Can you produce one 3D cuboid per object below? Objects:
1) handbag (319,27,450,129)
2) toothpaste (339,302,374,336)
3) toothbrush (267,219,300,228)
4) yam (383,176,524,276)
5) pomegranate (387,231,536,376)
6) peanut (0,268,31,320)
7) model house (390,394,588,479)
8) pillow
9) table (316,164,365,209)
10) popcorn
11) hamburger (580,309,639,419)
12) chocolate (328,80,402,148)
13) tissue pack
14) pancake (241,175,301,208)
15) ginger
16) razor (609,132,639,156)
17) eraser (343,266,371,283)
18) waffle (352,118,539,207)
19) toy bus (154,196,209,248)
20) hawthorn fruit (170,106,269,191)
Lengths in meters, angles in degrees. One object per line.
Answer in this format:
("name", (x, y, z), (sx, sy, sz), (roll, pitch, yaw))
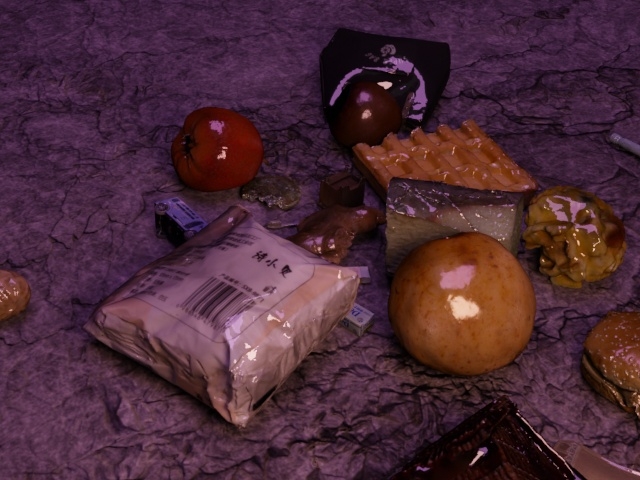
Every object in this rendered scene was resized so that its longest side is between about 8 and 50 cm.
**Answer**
("handbag", (0.153, -0.404, 2.355), (0.342, 0.152, 0.288), (8, 51, 6))
("toothpaste", (0.026, 0.122, 1.752), (0.164, 0.034, 0.046), (29, 48, 28))
("toothbrush", (-0.018, -0.039, 1.967), (0.194, 0.017, 0.014), (-3, 44, -14))
("yam", (0.261, -0.026, 1.828), (0.271, 0.202, 0.201), (7, 31, 4))
("pomegranate", (0.247, 0.115, 1.622), (0.261, 0.260, 0.260), (3, 38, -2))
("peanut", (-0.635, 0.106, 1.657), (0.226, 0.095, 0.108), (-5, 36, -10))
("model house", (0.220, 0.393, 1.325), (0.317, 0.297, 0.282), (-39, 33, 6))
("pillow", (0.457, 0.392, 1.451), (0.218, 0.033, 0.130), (22, 40, 21))
("table", (0.048, -0.109, 2.007), (0.083, 0.082, 0.070), (-27, 48, -34))
("popcorn", (0.501, -0.008, 1.854), (0.218, 0.169, 0.189), (41, 55, 13))
("hamburger", (0.557, 0.202, 1.632), (0.189, 0.122, 0.215), (-16, 40, -21))
("chocolate", (0.112, -0.286, 2.183), (0.177, 0.176, 0.176), (3, 38, -2))
("tissue pack", (-0.165, 0.105, 1.619), (0.376, 0.195, 0.390), (28, 52, 33))
("pancake", (-0.104, -0.109, 2.041), (0.130, 0.022, 0.116), (21, 39, 21))
("ginger", (0.001, -0.001, 1.862), (0.166, 0.080, 0.333), (11, 30, 40))
("razor", (0.790, -0.204, 2.226), (0.106, 0.068, 0.232), (-20, 39, -28))
("eraser", (0.056, 0.069, 1.833), (0.083, 0.019, 0.038), (-1, 37, -7))
("waffle", (0.273, -0.150, 2.088), (0.348, 0.077, 0.304), (-12, 42, -20))
("toy bus", (-0.272, -0.021, 1.871), (0.076, 0.073, 0.167), (-22, 45, -33))
("hawthorn fruit", (-0.205, -0.192, 2.031), (0.226, 0.196, 0.196), (7, 32, -35))
